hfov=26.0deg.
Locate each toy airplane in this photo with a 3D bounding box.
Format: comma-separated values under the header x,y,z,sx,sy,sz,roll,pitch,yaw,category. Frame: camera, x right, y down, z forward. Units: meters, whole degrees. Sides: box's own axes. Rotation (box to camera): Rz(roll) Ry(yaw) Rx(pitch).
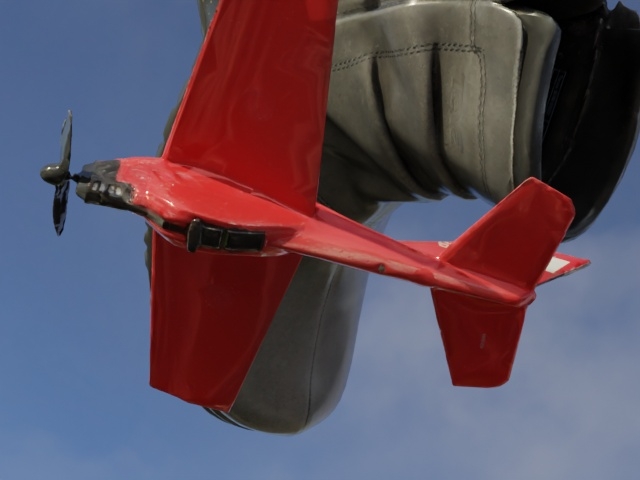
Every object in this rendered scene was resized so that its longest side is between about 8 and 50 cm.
x,y,z,sx,sy,sz,roll,pitch,yaw,category
0.000,0.000,0.366,0.151,0.028,0.151,1,-56,2,toy airplane

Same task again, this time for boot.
x,y,z,sx,sy,sz,roll,pitch,yaw,category
0.030,-0.033,0.617,0.223,0.118,0.338,24,-59,45,boot
